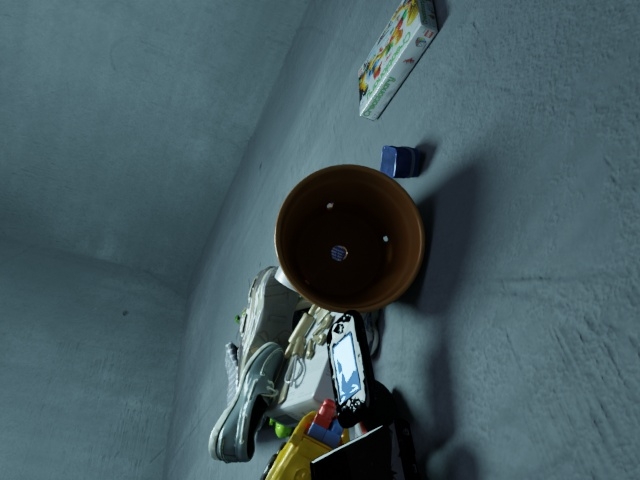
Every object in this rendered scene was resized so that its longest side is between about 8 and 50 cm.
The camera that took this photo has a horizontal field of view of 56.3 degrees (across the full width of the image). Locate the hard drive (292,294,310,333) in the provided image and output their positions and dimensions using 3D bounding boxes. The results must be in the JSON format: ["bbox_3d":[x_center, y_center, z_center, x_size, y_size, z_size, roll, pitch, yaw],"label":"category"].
[{"bbox_3d":[-0.096,0.233,1.758,0.172,0.054,0.255,-118,48,-64],"label":"hard drive"}]

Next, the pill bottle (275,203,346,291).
[{"bbox_3d":[0.000,0.000,1.478,0.265,0.153,0.153,-64,19,3],"label":"pill bottle"}]

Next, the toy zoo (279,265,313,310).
[{"bbox_3d":[-0.052,0.065,1.693,0.192,0.030,0.293,-21,45,47],"label":"toy zoo"}]

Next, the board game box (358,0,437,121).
[{"bbox_3d":[0.190,-0.482,1.544,0.305,0.053,0.193,127,152,-46],"label":"board game box"}]

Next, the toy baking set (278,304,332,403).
[{"bbox_3d":[-0.045,0.246,1.400,0.256,0.030,0.197,-59,11,6],"label":"toy baking set"}]

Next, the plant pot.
[{"bbox_3d":[0.050,0.013,1.232,0.203,0.290,0.291,113,169,-78],"label":"plant pot"}]

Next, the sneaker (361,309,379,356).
[{"bbox_3d":[0.089,0.184,1.268,0.052,0.058,0.135,132,148,-52],"label":"sneaker"}]

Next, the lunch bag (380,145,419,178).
[{"bbox_3d":[0.176,-0.172,1.311,0.098,0.065,0.067,-134,47,-68],"label":"lunch bag"}]

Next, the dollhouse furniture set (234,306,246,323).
[{"bbox_3d":[-0.250,0.259,2.226,0.152,0.058,0.076,-48,17,13],"label":"dollhouse furniture set"}]

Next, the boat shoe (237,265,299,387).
[{"bbox_3d":[-0.148,0.240,1.589,0.130,0.132,0.355,9,83,61],"label":"boat shoe"}]

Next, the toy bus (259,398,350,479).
[{"bbox_3d":[-0.008,0.406,1.162,0.220,0.149,0.211,2,-69,-82],"label":"toy bus"}]

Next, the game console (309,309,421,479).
[{"bbox_3d":[0.052,0.296,1.017,0.213,0.044,0.361,-40,42,34],"label":"game console"}]

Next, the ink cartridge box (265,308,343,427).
[{"bbox_3d":[0.024,0.240,1.425,0.308,0.091,0.385,-42,19,58],"label":"ink cartridge box"}]

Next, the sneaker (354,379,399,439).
[{"bbox_3d":[0.083,0.387,1.064,0.145,0.090,0.270,-59,26,30],"label":"sneaker"}]

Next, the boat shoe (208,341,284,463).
[{"bbox_3d":[-0.144,0.380,1.412,0.319,0.099,0.116,-60,-39,-41],"label":"boat shoe"}]

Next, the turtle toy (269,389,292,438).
[{"bbox_3d":[-0.100,0.449,1.567,0.095,0.066,0.130,87,-170,-72],"label":"turtle toy"}]

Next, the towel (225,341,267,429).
[{"bbox_3d":[-0.218,0.423,1.728,0.284,0.121,0.235,113,156,-63],"label":"towel"}]
